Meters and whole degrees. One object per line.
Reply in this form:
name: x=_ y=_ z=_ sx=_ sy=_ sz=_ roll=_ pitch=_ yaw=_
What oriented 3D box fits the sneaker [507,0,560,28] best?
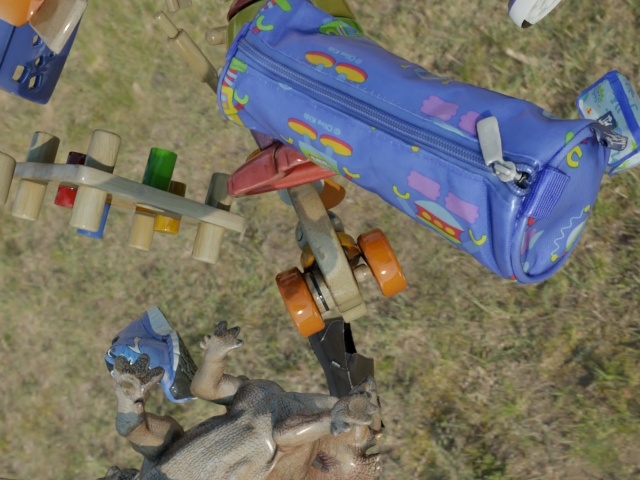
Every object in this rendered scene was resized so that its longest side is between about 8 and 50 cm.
sneaker: x=0.338 y=-0.539 z=1.386 sx=0.236 sy=0.130 sz=0.323 roll=39 pitch=110 yaw=19

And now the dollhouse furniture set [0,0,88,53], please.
dollhouse furniture set: x=-0.265 y=-0.174 z=0.485 sx=0.259 sy=0.262 sz=0.135 roll=-56 pitch=44 yaw=12

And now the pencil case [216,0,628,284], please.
pencil case: x=0.060 y=-0.084 z=0.630 sx=0.306 sy=0.133 sz=0.119 roll=31 pitch=93 yaw=28

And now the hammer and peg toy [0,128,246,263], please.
hammer and peg toy: x=-0.311 y=-0.075 z=1.133 sx=0.265 sy=0.361 sz=0.128 roll=7 pitch=82 yaw=50

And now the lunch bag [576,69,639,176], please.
lunch bag: x=0.453 y=-0.177 z=1.291 sx=0.096 sy=0.151 sz=0.129 roll=-23 pitch=79 yaw=6

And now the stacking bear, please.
stacking bear: x=-0.034 y=-0.211 z=0.892 sx=0.175 sy=0.164 sz=0.289 roll=-19 pitch=85 yaw=56

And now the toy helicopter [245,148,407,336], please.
toy helicopter: x=0.000 y=0.000 z=1.138 sx=0.140 sy=0.355 sz=0.235 roll=-26 pitch=80 yaw=0

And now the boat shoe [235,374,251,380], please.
boat shoe: x=-0.108 y=0.332 z=1.413 sx=0.069 sy=0.081 sz=0.228 roll=-128 pitch=29 yaw=-69

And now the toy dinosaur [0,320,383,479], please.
toy dinosaur: x=-0.064 y=0.174 z=0.606 sx=0.127 sy=0.295 sz=0.200 roll=-125 pitch=21 yaw=-44

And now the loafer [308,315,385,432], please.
loafer: x=0.051 y=0.213 z=1.356 sx=0.078 sy=0.080 sz=0.220 roll=-31 pitch=69 yaw=12

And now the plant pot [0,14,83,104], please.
plant pot: x=-0.511 y=-0.357 z=1.272 sx=0.235 sy=0.212 sz=0.236 roll=25 pitch=100 yaw=5

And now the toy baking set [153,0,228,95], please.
toy baking set: x=-0.143 y=-0.317 z=1.258 sx=0.030 sy=0.256 sz=0.197 roll=4 pitch=54 yaw=38

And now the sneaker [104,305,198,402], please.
sneaker: x=-0.322 y=0.240 z=1.630 sx=0.147 sy=0.130 sz=0.330 roll=-31 pitch=22 yaw=-15
